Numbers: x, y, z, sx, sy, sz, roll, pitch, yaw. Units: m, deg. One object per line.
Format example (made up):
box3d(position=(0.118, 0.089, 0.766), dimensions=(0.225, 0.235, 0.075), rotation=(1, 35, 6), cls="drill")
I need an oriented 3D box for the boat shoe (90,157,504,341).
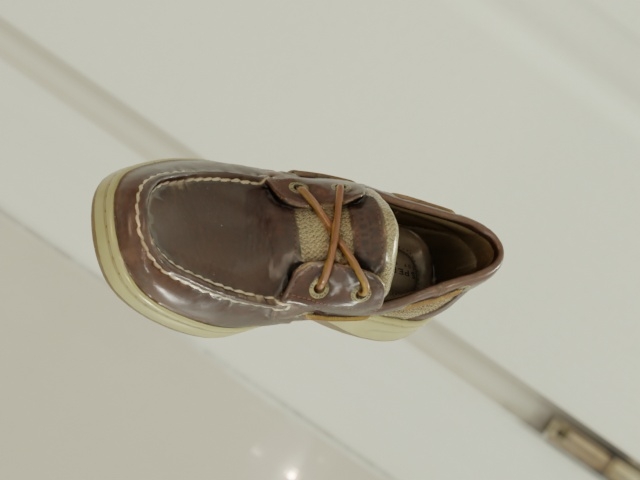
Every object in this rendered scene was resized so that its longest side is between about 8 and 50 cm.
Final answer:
box3d(position=(0.000, 0.000, 1.092), dimensions=(0.123, 0.342, 0.123), rotation=(-21, -113, 37), cls="boat shoe")
